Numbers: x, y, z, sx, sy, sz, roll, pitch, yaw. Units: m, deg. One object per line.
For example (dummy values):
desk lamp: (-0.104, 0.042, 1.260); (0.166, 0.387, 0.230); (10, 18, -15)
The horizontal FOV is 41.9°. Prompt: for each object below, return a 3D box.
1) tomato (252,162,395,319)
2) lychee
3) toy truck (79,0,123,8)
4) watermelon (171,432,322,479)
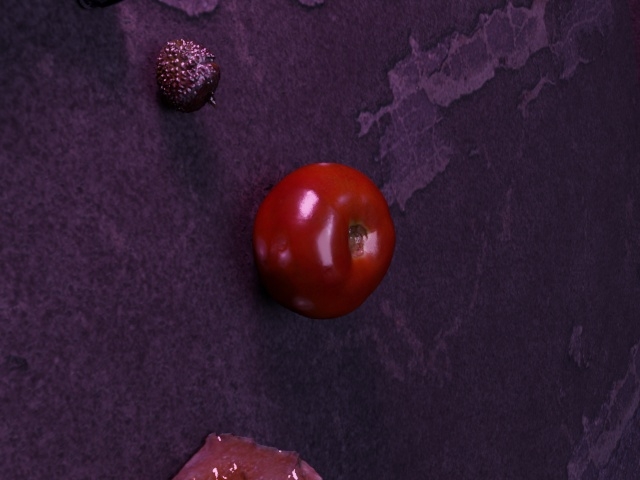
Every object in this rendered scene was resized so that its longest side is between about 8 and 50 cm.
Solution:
tomato: (0.000, 0.000, 1.009); (0.195, 0.136, 0.195); (-1, 91, -49)
lychee: (-0.140, -0.172, 0.883); (0.067, 0.068, 0.083); (-37, 93, -42)
toy truck: (-0.232, -0.273, 0.779); (0.123, 0.052, 0.063); (30, 61, -47)
watermelon: (-0.084, 0.341, 0.806); (0.302, 0.264, 0.151); (-38, 120, -49)
